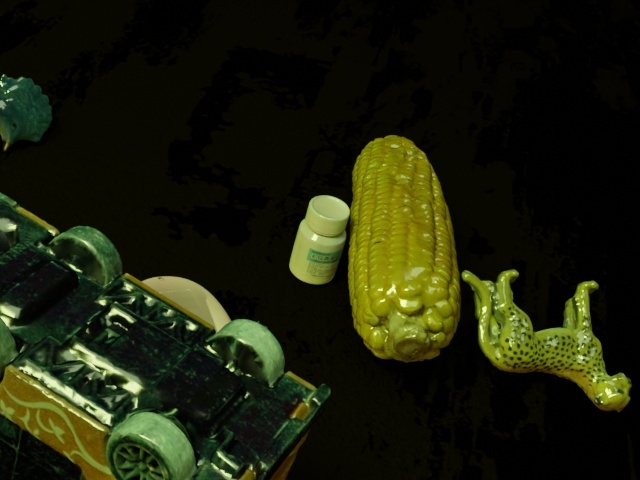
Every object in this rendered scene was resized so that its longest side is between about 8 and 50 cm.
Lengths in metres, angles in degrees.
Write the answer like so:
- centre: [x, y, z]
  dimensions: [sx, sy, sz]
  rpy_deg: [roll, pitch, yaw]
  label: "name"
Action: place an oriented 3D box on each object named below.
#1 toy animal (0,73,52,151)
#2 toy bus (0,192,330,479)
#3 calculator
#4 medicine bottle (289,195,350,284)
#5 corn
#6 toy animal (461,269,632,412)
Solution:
- centre: [-0.429, -0.179, 1.151]
  dimensions: [0.176, 0.255, 0.239]
  rpy_deg: [-46, 25, -27]
  label: "toy animal"
- centre: [-0.180, 0.122, 0.797]
  dimensions: [0.323, 0.194, 0.162]
  rpy_deg: [29, 37, 12]
  label: "toy bus"
- centre: [-0.130, 0.089, 1.005]
  dimensions: [0.103, 0.024, 0.166]
  rpy_deg: [-5, 40, -28]
  label: "calculator"
- centre: [0.000, 0.000, 1.123]
  dimensions: [0.052, 0.089, 0.052]
  rpy_deg: [11, 35, -8]
  label: "medicine bottle"
- centre: [0.086, -0.003, 1.141]
  dimensions: [0.120, 0.120, 0.363]
  rpy_deg: [11, 35, -9]
  label: "corn"
- centre: [0.226, 0.104, 1.085]
  dimensions: [0.181, 0.073, 0.136]
  rpy_deg: [11, 60, -20]
  label: "toy animal"
